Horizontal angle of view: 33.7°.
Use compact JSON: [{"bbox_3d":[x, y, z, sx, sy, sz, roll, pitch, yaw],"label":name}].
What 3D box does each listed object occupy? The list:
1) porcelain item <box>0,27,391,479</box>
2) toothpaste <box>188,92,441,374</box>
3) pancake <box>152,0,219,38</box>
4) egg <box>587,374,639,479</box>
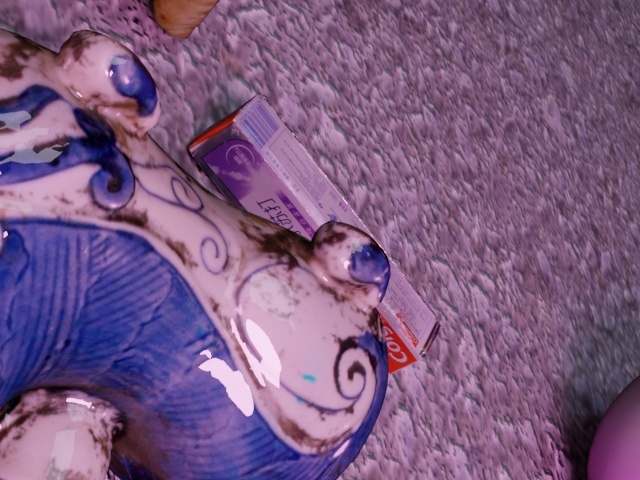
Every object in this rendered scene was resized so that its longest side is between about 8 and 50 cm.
[{"bbox_3d":[-0.092,0.041,0.424,0.288,0.138,0.186,39,67,-39],"label":"porcelain item"},{"bbox_3d":[0.000,0.000,0.661,0.196,0.047,0.040,51,31,-16],"label":"toothpaste"},{"bbox_3d":[-0.007,-0.341,0.619,0.067,0.427,0.305,20,34,-24],"label":"pancake"},{"bbox_3d":[0.316,0.180,0.822,0.271,0.196,0.196,-5,71,-48],"label":"egg"}]
